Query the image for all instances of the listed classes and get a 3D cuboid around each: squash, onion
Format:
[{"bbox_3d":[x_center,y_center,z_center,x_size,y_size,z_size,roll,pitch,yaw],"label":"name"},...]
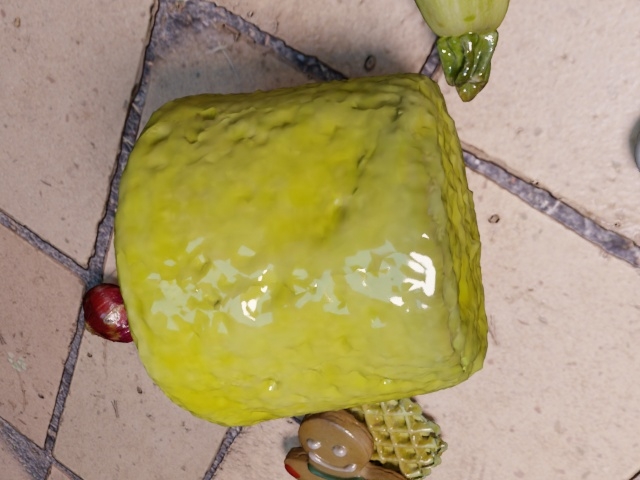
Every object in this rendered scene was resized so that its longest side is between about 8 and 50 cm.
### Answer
[{"bbox_3d":[0.124,-0.280,0.577,0.137,0.137,0.287,-11,121,29],"label":"squash"},{"bbox_3d":[-0.317,0.110,0.959,0.107,0.097,0.107,34,159,14],"label":"onion"}]

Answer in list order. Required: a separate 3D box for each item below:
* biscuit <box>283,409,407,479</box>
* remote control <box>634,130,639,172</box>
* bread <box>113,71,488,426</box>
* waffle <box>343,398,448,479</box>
[{"bbox_3d":[0.037,0.359,0.894,0.197,0.049,0.301,4,123,25],"label":"biscuit"},{"bbox_3d":[0.411,-0.095,0.543,0.244,0.047,0.087,-10,104,27],"label":"remote control"},{"bbox_3d":[0.000,0.000,0.617,0.307,0.348,0.348,-12,106,24],"label":"bread"},{"bbox_3d":[0.080,0.268,0.868,0.183,0.036,0.169,39,126,3],"label":"waffle"}]
